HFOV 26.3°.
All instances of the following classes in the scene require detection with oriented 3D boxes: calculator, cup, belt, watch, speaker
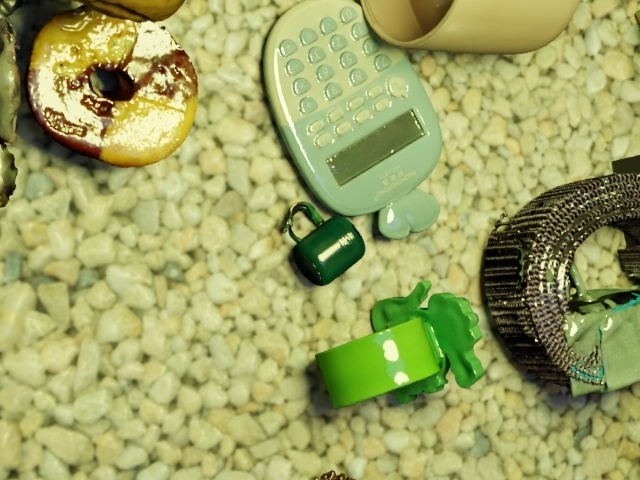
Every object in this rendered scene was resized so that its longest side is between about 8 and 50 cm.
[{"bbox_3d":[0.043,-0.138,1.589,0.188,0.042,0.303,-32,103,-24],"label":"calculator"},{"bbox_3d":[0.168,-0.333,1.583,0.200,0.191,0.253,0,54,-37],"label":"cup"},{"bbox_3d":[0.360,0.049,1.705,0.325,0.122,0.260,-15,91,-28],"label":"belt"},{"bbox_3d":[0.080,0.124,1.542,0.152,0.165,0.131,-13,84,-44],"label":"watch"},{"bbox_3d":[-0.002,0.001,1.568,0.075,0.060,0.094,-37,70,-21],"label":"speaker"}]

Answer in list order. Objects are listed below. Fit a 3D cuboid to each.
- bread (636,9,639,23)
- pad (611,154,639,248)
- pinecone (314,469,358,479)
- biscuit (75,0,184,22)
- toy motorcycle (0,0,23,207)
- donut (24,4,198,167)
[{"bbox_3d":[0.495,-0.215,1.791,0.128,0.088,0.232,-37,99,-31],"label":"bread"},{"bbox_3d":[0.472,-0.061,1.822,0.190,0.004,0.127,-13,96,-25],"label":"pad"},{"bbox_3d":[0.032,0.312,1.555,0.109,0.102,0.102,42,73,-12],"label":"pinecone"},{"bbox_3d":[-0.265,-0.369,1.299,0.381,0.074,0.359,-9,72,-31],"label":"biscuit"},{"bbox_3d":[-0.385,-0.226,1.330,0.207,0.134,0.401,5,89,-32],"label":"toy motorcycle"},{"bbox_3d":[-0.224,-0.161,1.440,0.184,0.073,0.166,6,88,-25],"label":"donut"}]
